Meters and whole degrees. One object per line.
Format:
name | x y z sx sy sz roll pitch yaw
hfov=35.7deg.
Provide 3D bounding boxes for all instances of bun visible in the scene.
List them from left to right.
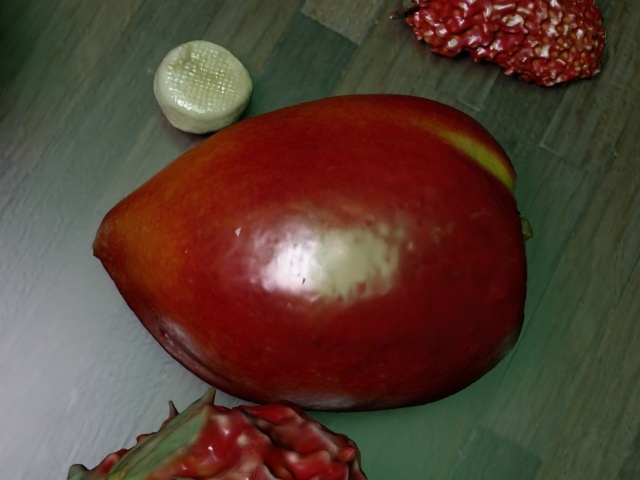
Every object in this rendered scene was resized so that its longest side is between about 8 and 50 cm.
bun | -0.103 -0.128 0.856 0.086 0.055 0.086 6 68 -15

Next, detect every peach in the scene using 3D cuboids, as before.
peach | 0.000 0.000 0.762 0.361 0.201 0.258 5 78 -4

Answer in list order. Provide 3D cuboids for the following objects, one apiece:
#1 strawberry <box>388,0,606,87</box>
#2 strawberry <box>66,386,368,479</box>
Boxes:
strawberry | 0.176 -0.235 0.890 0.208 0.087 0.167 13 75 -4
strawberry | -0.058 0.299 0.662 0.317 0.295 0.345 -43 107 -26
